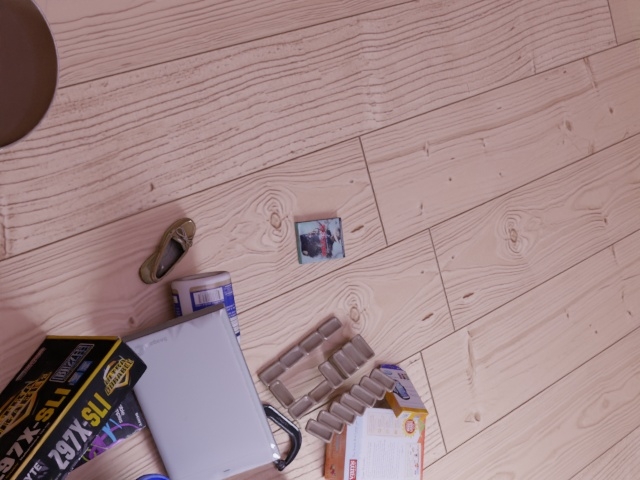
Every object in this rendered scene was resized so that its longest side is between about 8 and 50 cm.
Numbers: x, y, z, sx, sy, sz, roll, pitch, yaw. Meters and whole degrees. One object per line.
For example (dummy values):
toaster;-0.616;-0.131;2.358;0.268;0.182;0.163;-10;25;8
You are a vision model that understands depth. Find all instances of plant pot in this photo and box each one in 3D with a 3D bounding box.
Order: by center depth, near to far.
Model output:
plant pot;-0.573;-0.265;1.678;0.284;0.191;0.284;3;85;-41

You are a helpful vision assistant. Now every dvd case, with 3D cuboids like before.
dvd case;0.000;0.000;2.269;0.119;0.013;0.087;-7;92;-41

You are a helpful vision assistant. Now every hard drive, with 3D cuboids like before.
hard drive;-0.217;0.285;1.968;0.203;0.040;0.308;-19;107;-1

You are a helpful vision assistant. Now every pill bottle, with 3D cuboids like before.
pill bottle;-0.206;0.156;2.019;0.112;0.112;0.187;-13;97;-40

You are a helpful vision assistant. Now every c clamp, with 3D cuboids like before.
c clamp;-0.105;0.397;2.154;0.160;0.022;0.137;38;59;-31

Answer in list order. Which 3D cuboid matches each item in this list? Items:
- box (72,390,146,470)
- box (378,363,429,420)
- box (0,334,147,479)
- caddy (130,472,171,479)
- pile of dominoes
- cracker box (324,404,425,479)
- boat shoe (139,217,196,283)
box;-0.390;0.309;1.906;0.162;0.029;0.116;-29;106;-39
box;0.169;0.322;2.346;0.081;0.028;0.136;13;34;-39
box;-0.445;0.292;1.711;0.079;0.257;0.322;51;58;-27
caddy;-0.323;0.527;1.790;0.341;0.179;0.241;-34;112;-64
pile of dominoes;0.014;0.288;2.227;0.251;0.040;0.196;-35;83;-36
cracker box;0.117;0.430;2.309;0.232;0.067;0.156;13;78;-40
boat shoe;-0.270;0.019;2.013;0.153;0.048;0.056;-51;119;-30
